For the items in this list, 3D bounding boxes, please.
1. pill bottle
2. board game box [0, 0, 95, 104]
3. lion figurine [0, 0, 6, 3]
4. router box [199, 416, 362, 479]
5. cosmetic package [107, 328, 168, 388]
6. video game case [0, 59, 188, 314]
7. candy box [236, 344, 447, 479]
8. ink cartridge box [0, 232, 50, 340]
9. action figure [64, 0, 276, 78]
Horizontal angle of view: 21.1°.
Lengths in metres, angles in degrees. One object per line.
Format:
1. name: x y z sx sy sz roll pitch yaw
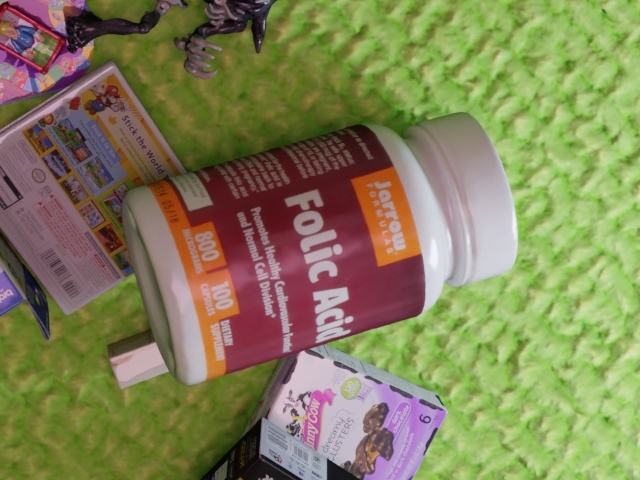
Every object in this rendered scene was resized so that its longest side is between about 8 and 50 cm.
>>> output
1. pill bottle: 0.000 0.000 1.876 0.392 0.224 0.224 -17 106 -12
2. board game box: -0.330 -0.218 1.879 0.168 0.033 0.133 -14 105 -5
3. lion figurine: -0.313 -0.416 1.691 0.240 0.142 0.392 -4 114 -9
4. router box: -0.023 0.377 2.000 0.309 0.081 0.243 34 116 -18
5. cosmetic package: -0.184 0.125 1.972 0.115 0.060 0.041 -20 105 -6
6. video game case: -0.258 -0.056 1.912 0.206 0.026 0.227 -33 118 0
7. candy box: 0.022 0.223 2.022 0.196 0.070 0.165 24 99 -14
8. ink cartridge box: -0.395 -0.028 1.834 0.065 0.186 0.311 -35 107 -3
9. action figure: -0.137 -0.258 1.844 0.275 0.141 0.164 -8 120 -10
